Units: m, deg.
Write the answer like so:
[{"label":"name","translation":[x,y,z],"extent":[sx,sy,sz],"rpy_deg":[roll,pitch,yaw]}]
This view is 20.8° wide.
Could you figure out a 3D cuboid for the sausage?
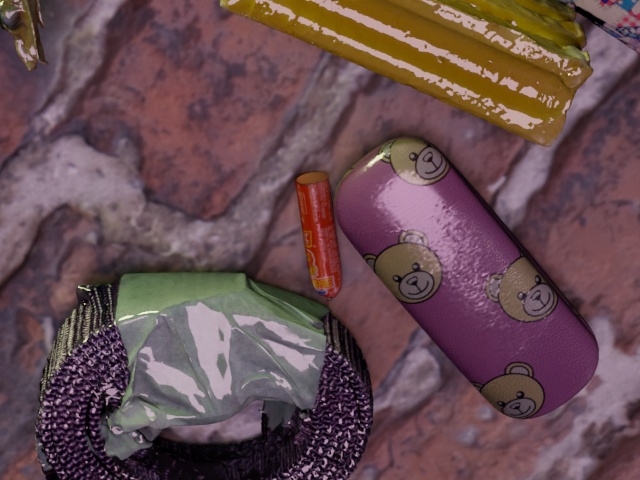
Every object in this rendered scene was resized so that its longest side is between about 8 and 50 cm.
[{"label":"sausage","translation":[0.000,0.000,1.669],"extent":[0.034,0.034,0.129],"rpy_deg":[-7,111,2]}]

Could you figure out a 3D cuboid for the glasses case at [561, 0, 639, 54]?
[{"label":"glasses case","translation":[0.310,-0.228,1.560],"extent":[0.327,0.076,0.125],"rpy_deg":[31,112,-15]}]

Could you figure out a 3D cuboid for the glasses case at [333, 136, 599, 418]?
[{"label":"glasses case","translation":[0.140,0.039,1.661],"extent":[0.123,0.076,0.316],"rpy_deg":[-38,106,11]}]

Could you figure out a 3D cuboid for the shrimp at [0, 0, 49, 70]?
[{"label":"shrimp","translation":[-0.236,-0.307,1.518],"extent":[0.168,0.077,0.317],"rpy_deg":[-3,99,-8]}]

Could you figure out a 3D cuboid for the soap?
[{"label":"soap","translation":[0.073,-0.204,1.511],"extent":[0.315,0.199,0.091],"rpy_deg":[21,113,-9]}]

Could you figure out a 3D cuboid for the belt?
[{"label":"belt","translation":[-0.110,0.158,1.682],"extent":[0.324,0.122,0.260],"rpy_deg":[-1,115,-1]}]
